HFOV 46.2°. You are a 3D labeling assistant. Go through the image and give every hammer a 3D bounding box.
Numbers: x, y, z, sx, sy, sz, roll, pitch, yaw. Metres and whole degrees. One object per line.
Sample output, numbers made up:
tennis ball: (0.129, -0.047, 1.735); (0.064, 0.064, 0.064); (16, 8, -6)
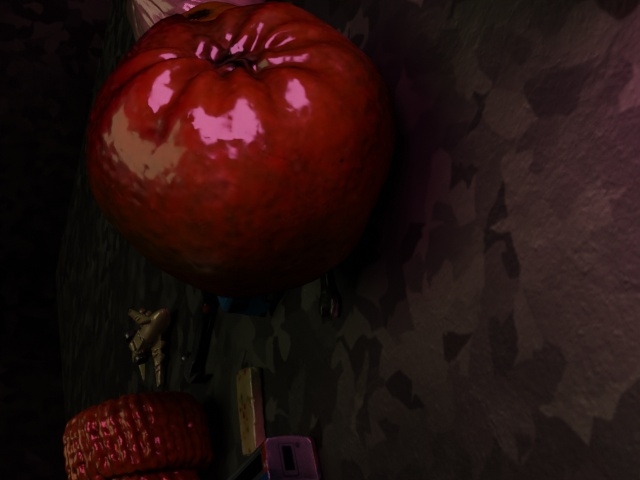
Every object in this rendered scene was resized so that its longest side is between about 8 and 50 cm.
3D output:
hammer: (-0.242, 0.167, 1.565); (0.137, 0.037, 0.290); (46, 126, 57)

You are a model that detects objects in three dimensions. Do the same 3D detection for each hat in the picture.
hat: (-0.345, 0.505, 1.455); (0.285, 0.285, 0.401); (-33, 61, 57)

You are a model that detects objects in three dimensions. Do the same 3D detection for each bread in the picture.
bread: (-0.122, 0.300, 1.316); (0.068, 0.028, 0.154); (-32, 59, 56)

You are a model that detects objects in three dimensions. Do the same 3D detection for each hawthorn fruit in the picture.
hawthorn fruit: (-0.103, -0.093, 0.991); (0.402, 0.402, 0.403); (-19, 68, 61)

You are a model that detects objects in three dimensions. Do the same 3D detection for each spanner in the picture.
spanner: (0.000, 0.000, 1.140); (0.054, 0.015, 0.255); (-42, 49, 53)

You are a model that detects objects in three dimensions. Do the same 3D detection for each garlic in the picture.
garlic: (-0.253, -0.462, 1.457); (0.317, 0.259, 0.318); (-18, 64, 42)

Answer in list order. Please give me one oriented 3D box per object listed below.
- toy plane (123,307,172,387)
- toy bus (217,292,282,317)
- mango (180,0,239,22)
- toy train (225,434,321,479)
toy plane: (-0.430, 0.244, 1.872); (0.229, 0.092, 0.244); (60, 142, 26)
toy bus: (-0.111, 0.039, 1.254); (0.185, 0.106, 0.090); (-64, 36, 35)
mango: (-0.167, -0.205, 1.262); (0.221, 0.263, 0.378); (7, 109, 39)
toy train: (-0.122, 0.426, 1.227); (0.409, 0.086, 0.089); (-53, 40, 47)
